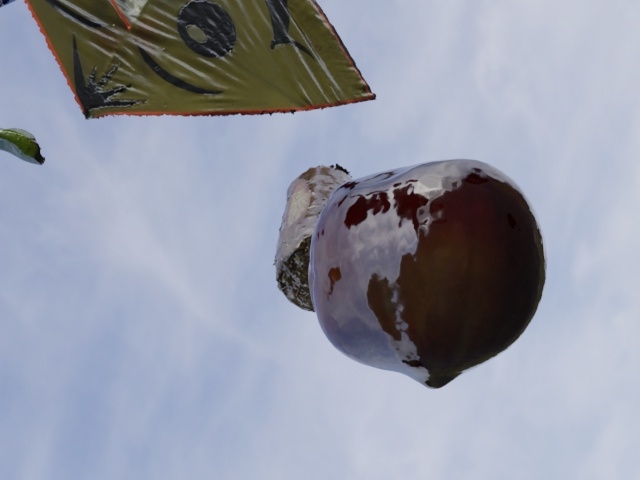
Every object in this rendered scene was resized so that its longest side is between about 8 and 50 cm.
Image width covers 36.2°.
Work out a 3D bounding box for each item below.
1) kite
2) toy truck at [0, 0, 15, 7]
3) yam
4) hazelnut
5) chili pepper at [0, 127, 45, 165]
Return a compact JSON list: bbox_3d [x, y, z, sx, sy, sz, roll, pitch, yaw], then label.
[{"bbox_3d":[-0.113,-0.189,0.718,0.378,0.013,0.327,34,-138,-17],"label":"kite"},{"bbox_3d":[-0.487,-0.419,1.401,0.126,0.208,0.113,-36,-32,21],"label":"toy truck"},{"bbox_3d":[0.002,-0.001,1.393,0.129,0.128,0.238,46,-157,-23],"label":"yam"},{"bbox_3d":[0.105,0.030,0.919,0.229,0.230,0.229,-28,-53,-44],"label":"hazelnut"},{"bbox_3d":[-0.481,-0.137,1.380,0.051,0.202,0.050,80,-166,-47],"label":"chili pepper"}]
